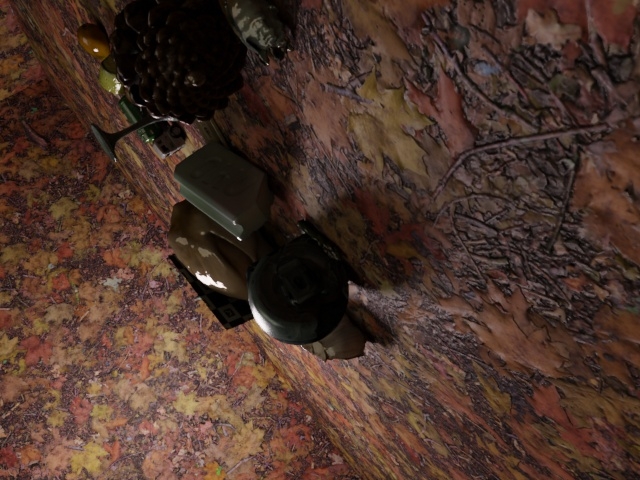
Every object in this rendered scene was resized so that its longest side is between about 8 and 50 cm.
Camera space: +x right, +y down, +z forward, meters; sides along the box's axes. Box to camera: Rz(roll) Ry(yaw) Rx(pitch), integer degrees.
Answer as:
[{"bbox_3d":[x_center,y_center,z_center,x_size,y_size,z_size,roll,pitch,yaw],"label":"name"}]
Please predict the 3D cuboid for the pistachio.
[{"bbox_3d":[-0.293,0.027,1.641,0.445,0.281,0.365,38,177,-19],"label":"pistachio"}]

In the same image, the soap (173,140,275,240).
[{"bbox_3d":[-0.252,-0.143,1.371,0.289,0.173,0.095,34,153,30],"label":"soap"}]

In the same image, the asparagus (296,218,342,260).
[{"bbox_3d":[0.000,0.000,1.289,0.165,0.030,0.036,41,146,30],"label":"asparagus"}]

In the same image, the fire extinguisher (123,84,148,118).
[{"bbox_3d":[-0.521,-0.511,1.506,0.376,0.113,0.200,159,117,-67],"label":"fire extinguisher"}]

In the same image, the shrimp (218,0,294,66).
[{"bbox_3d":[-0.117,-0.442,0.798,0.185,0.068,0.287,40,146,21],"label":"shrimp"}]

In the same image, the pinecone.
[{"bbox_3d":[-0.290,-0.366,0.990,0.264,0.264,0.264,44,158,23],"label":"pinecone"}]

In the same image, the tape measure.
[{"bbox_3d":[-0.061,0.125,1.297,0.275,0.256,0.147,50,160,22],"label":"tape measure"}]

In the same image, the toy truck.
[{"bbox_3d":[-0.571,-0.399,1.726,0.242,0.125,0.101,56,159,-12],"label":"toy truck"}]

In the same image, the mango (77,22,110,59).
[{"bbox_3d":[-0.789,-0.691,1.767,0.111,0.089,0.163,56,168,-13],"label":"mango"}]

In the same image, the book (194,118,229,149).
[{"bbox_3d":[-0.339,-0.349,1.462,0.138,0.016,0.199,17,139,57],"label":"book"}]

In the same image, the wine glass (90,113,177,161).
[{"bbox_3d":[-0.382,-0.264,1.266,0.096,0.309,0.264,48,158,15],"label":"wine glass"}]

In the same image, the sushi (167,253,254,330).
[{"bbox_3d":[-0.318,0.157,1.800,0.343,0.359,0.064,46,122,19],"label":"sushi"}]

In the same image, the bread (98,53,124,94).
[{"bbox_3d":[-0.659,-0.553,1.671,0.111,0.129,0.114,30,155,-6],"label":"bread"}]

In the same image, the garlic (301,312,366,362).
[{"bbox_3d":[0.033,0.265,1.517,0.229,0.178,0.143,3,98,42],"label":"garlic"}]
